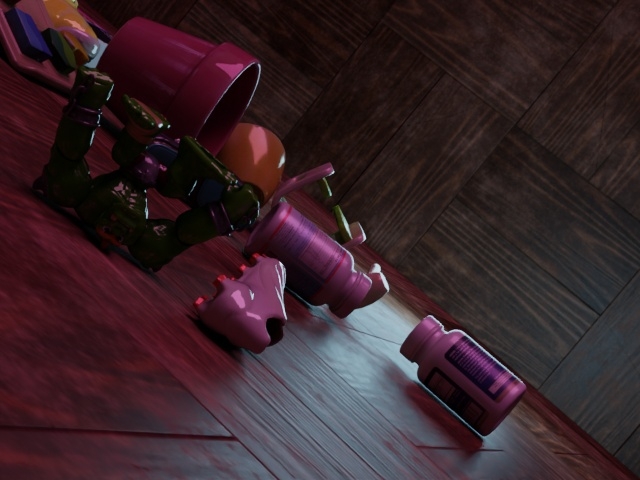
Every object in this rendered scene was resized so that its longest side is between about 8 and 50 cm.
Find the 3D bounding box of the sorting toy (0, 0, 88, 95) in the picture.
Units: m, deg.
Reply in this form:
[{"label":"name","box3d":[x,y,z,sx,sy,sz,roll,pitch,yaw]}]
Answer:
[{"label":"sorting toy","box3d":[-0.385,-0.296,1.789,0.229,0.041,0.307,60,9,12]}]

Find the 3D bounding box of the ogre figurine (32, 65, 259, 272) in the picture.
[{"label":"ogre figurine","box3d":[-0.157,-0.049,1.114,0.197,0.118,0.097,33,12,-44]}]

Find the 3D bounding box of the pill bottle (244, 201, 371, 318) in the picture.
[{"label":"pill bottle","box3d":[-0.014,0.029,1.676,0.160,0.087,0.087,39,5,-10]}]

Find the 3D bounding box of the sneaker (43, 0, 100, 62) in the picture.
[{"label":"sneaker","box3d":[-0.469,-0.422,2.045,0.384,0.147,0.145,43,4,26]}]

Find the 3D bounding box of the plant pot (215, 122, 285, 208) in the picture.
[{"label":"plant pot","box3d":[-0.117,-0.093,1.911,0.134,0.134,0.095,36,31,-32]}]

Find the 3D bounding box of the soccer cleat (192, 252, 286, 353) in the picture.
[{"label":"soccer cleat","box3d":[-0.061,0.062,1.175,0.076,0.068,0.196,45,12,2]}]

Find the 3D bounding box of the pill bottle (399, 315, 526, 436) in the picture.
[{"label":"pill bottle","box3d":[0.195,0.184,1.789,0.169,0.094,0.094,41,5,16]}]

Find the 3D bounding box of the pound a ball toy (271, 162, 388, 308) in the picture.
[{"label":"pound a ball toy","box3d":[0.000,0.000,2.015,0.319,0.135,0.208,-91,156,-84]}]

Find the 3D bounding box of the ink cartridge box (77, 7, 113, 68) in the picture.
[{"label":"ink cartridge box","box3d":[-0.440,-0.377,2.392,0.175,0.069,0.371,40,2,7]}]

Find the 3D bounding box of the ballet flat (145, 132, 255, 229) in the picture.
[{"label":"ballet flat","box3d":[-0.167,-0.084,1.691,0.203,0.074,0.074,34,7,-35]}]

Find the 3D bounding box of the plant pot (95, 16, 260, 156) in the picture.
[{"label":"plant pot","box3d":[-0.210,-0.212,1.789,0.180,0.201,0.201,33,4,5]}]
